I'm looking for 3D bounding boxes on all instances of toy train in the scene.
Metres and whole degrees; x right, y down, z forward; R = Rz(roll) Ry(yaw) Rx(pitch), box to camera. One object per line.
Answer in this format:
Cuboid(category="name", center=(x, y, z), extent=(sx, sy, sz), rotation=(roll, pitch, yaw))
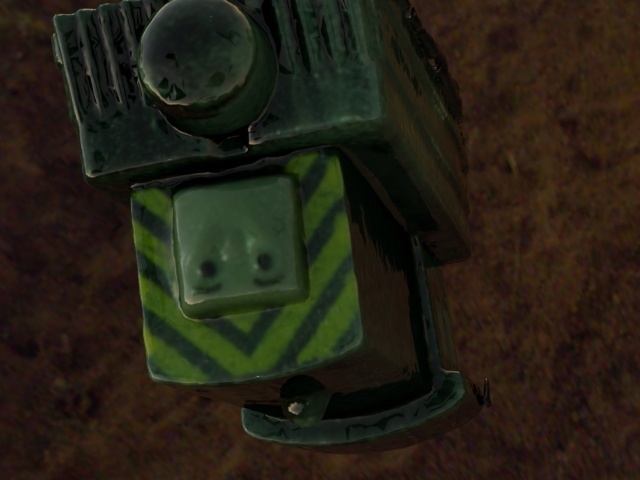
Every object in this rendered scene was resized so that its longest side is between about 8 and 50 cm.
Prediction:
Cuboid(category="toy train", center=(0.000, 0.000, 0.612), extent=(0.139, 0.330, 0.178), rotation=(-10, 77, 11))
